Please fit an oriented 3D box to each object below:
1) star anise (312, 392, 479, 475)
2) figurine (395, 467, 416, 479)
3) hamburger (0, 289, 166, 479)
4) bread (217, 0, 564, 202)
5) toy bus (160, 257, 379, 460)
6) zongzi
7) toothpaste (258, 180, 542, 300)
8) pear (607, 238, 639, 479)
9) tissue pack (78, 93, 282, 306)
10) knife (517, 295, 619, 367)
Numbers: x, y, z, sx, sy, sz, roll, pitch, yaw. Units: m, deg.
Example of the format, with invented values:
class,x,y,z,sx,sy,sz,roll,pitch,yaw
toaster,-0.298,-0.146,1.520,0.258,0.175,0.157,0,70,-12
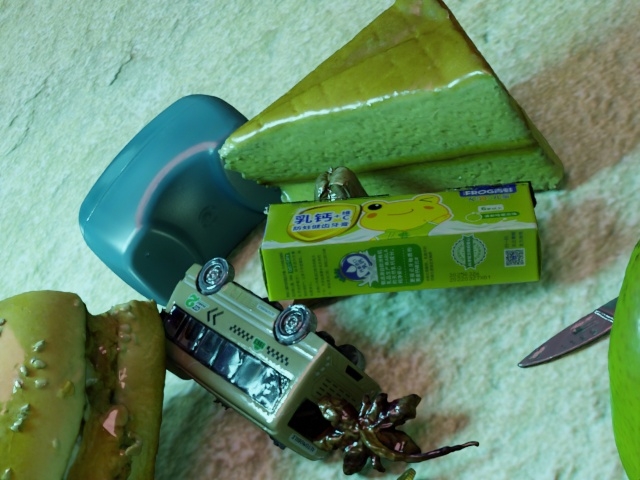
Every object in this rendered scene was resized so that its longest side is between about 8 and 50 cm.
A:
class,x,y,z,sx,sy,sz,roll,pitch,yaw
star anise,0.081,0.217,1.254,0.190,0.070,0.097,-5,92,13
figurine,0.026,0.346,1.167,0.271,0.143,0.143,-34,35,-30
hamburger,-0.353,0.278,1.355,0.445,0.268,0.287,-49,52,20
bread,0.075,-0.106,1.425,0.361,0.233,0.245,-35,44,13
toy bus,-0.078,0.144,1.396,0.289,0.139,0.157,27,79,43
zongzi,0.000,0.000,1.444,0.176,0.160,0.078,-23,19,22
toothpaste,0.095,0.001,1.325,0.327,0.077,0.110,-5,31,6
pear,0.359,0.096,0.981,0.238,0.318,0.342,9,60,36
tissue pack,-0.202,-0.064,1.613,0.287,0.198,0.206,-50,44,-6
knife,0.324,0.079,1.238,0.247,0.018,0.035,-34,45,13
